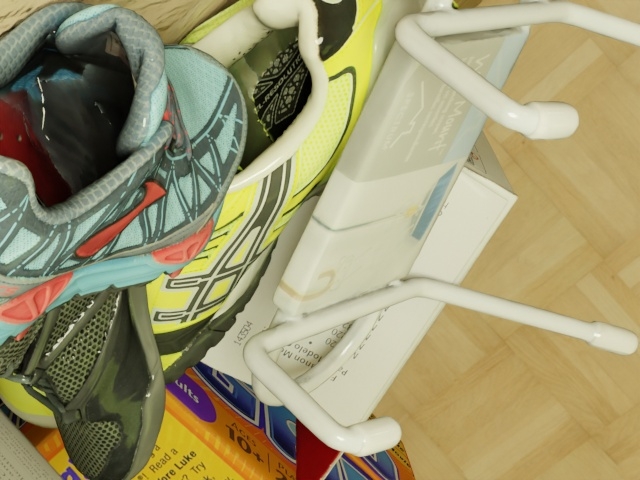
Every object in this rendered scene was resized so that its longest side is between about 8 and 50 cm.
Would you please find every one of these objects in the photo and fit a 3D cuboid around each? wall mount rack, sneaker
[{"bbox_3d":[0.113,-0.019,0.744,0.304,0.130,0.350,-16,139,-50],"label":"wall mount rack"},{"bbox_3d":[-0.149,0.053,0.679,0.130,0.087,0.227,-32,139,-36],"label":"sneaker"},{"bbox_3d":[-0.085,-0.038,0.531,0.125,0.104,0.262,-45,178,32],"label":"sneaker"},{"bbox_3d":[-0.091,-0.030,0.777,0.384,0.145,0.147,-48,161,22],"label":"sneaker"}]

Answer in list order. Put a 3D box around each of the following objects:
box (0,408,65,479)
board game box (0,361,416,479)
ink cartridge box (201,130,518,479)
[{"bbox_3d":[-0.254,0.159,0.537,0.215,0.168,0.345,-42,179,2],"label":"box"},{"bbox_3d":[-0.149,0.253,1.115,0.356,0.356,0.356,-42,-162,10],"label":"board game box"},{"bbox_3d":[0.000,0.000,0.991,0.271,0.130,0.309,-58,-168,16],"label":"ink cartridge box"}]
